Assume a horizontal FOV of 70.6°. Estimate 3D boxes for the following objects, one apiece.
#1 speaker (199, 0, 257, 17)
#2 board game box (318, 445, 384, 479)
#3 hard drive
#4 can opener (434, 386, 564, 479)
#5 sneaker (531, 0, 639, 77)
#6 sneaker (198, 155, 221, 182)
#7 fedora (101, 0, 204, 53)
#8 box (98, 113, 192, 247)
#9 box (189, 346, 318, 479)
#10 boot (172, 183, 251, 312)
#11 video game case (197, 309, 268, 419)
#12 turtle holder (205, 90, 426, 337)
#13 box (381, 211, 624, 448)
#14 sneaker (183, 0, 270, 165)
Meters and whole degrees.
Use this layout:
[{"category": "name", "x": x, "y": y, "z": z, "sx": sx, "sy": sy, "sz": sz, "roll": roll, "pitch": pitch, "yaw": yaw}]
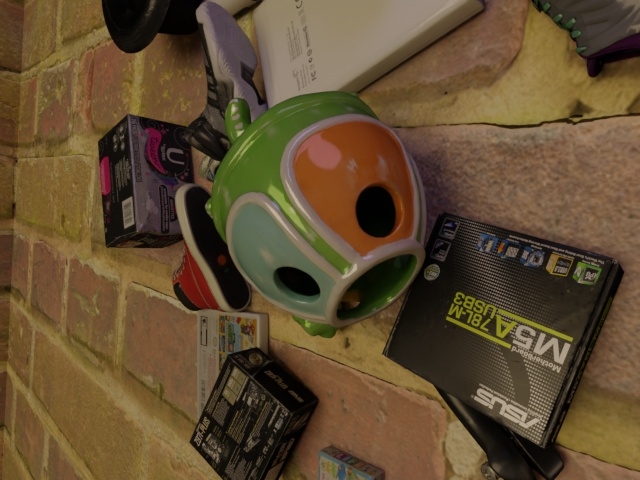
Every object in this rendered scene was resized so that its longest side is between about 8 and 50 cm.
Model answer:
[{"category": "speaker", "x": -0.171, "y": -0.451, "z": 0.851, "sx": 0.136, "sy": 0.055, "sz": 0.055, "roll": -5, "pitch": 86, "yaw": 44}, {"category": "board game box", "x": 0.040, "y": 0.390, "z": 0.646, "sx": 0.103, "sy": 0.026, "sz": 0.154, "roll": 3, "pitch": 91, "yaw": 44}, {"category": "hard drive", "x": 0.038, "y": -0.333, "z": 0.651, "sx": 0.353, "sy": 0.047, "sz": 0.233, "roll": -21, "pitch": 74, "yaw": 43}, {"category": "can opener", "x": 0.174, "y": 0.196, "z": 0.510, "sx": 0.186, "sy": 0.073, "sz": 0.059, "roll": 47, "pitch": 159, "yaw": 38}, {"category": "sneaker", "x": 0.244, "y": -0.216, "z": 0.425, "sx": 0.223, "sy": 0.083, "sz": 0.098, "roll": 41, "pitch": 121, "yaw": 36}, {"category": "sneaker", "x": -0.190, "y": -0.171, "z": 0.875, "sx": 0.058, "sy": 0.052, "sz": 0.135, "roll": 33, "pitch": 119, "yaw": 29}, {"category": "fedora", "x": -0.329, "y": -0.537, "z": 0.939, "sx": 0.334, "sy": 0.152, "sz": 0.334, "roll": -2, "pitch": 88, "yaw": 44}, {"category": "box", "x": -0.374, "y": -0.118, "z": 0.983, "sx": 0.163, "sy": 0.142, "sz": 0.247, "roll": -16, "pitch": 79, "yaw": 42}, {"category": "box", "x": -0.111, "y": 0.293, "z": 0.731, "sx": 0.147, "sy": 0.077, "sz": 0.180, "roll": 31, "pitch": 104, "yaw": 28}, {"category": "boot", "x": -0.243, "y": 0.022, "z": 0.843, "sx": 0.176, "sy": 0.088, "sz": 0.244, "roll": -6, "pitch": 107, "yaw": 40}, {"category": "video game case", "x": -0.170, "y": 0.245, "z": 0.856, "sx": 0.206, "sy": 0.026, "sz": 0.227, "roll": -3, "pitch": 86, "yaw": 44}, {"category": "turtle holder", "x": -0.010, "y": -0.004, "z": 0.553, "sx": 0.320, "sy": 0.243, "sz": 0.227, "roll": -53, "pitch": 56, "yaw": 29}, {"category": "box", "x": 0.180, "y": 0.080, "z": 0.477, "sx": 0.190, "sy": 0.045, "sz": 0.184, "roll": 23, "pitch": 88, "yaw": 42}, {"category": "sneaker", "x": -0.175, "y": -0.242, "z": 0.762, "sx": 0.153, "sy": 0.101, "sz": 0.269, "roll": -16, "pitch": 100, "yaw": 30}]
